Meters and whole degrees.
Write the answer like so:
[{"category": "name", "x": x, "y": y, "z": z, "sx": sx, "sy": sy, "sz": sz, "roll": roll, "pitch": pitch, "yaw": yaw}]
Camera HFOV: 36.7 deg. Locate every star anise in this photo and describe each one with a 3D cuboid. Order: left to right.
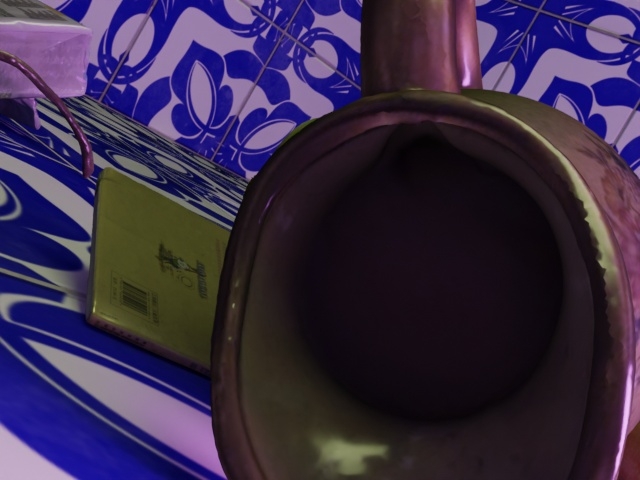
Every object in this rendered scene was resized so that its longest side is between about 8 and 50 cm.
[{"category": "star anise", "x": -0.337, "y": -0.160, "z": 1.009, "sx": 0.227, "sy": 0.218, "sz": 0.148, "roll": 15, "pitch": 49, "yaw": -12}]

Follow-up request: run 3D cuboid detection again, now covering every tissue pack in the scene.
[{"category": "tissue pack", "x": -0.417, "y": -0.232, "z": 1.185, "sx": 0.229, "sy": 0.145, "sz": 0.159, "roll": 29, "pitch": 26, "yaw": 31}]

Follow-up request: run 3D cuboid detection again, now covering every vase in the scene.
[{"category": "vase", "x": 0.065, "y": -0.015, "z": 0.518, "sx": 0.241, "sy": 0.329, "sz": 0.302, "roll": -5, "pitch": -5, "yaw": 16}]

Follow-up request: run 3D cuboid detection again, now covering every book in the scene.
[{"category": "book", "x": -0.069, "y": 0.037, "z": 0.649, "sx": 0.192, "sy": 0.013, "sz": 0.168, "roll": 29, "pitch": 25, "yaw": -27}]

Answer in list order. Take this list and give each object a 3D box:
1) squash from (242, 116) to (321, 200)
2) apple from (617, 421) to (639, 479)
[{"category": "squash", "x": 0.000, "y": 0.000, "z": 1.280, "sx": 0.233, "sy": 0.309, "sz": 0.210, "roll": 42, "pitch": -43, "yaw": -12}, {"category": "apple", "x": 0.237, "y": 0.167, "z": 0.642, "sx": 0.207, "sy": 0.174, "sz": 0.188, "roll": 12, "pitch": -13, "yaw": 42}]
